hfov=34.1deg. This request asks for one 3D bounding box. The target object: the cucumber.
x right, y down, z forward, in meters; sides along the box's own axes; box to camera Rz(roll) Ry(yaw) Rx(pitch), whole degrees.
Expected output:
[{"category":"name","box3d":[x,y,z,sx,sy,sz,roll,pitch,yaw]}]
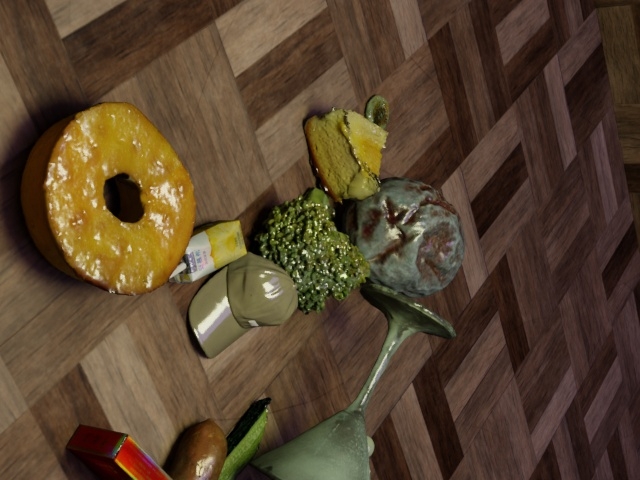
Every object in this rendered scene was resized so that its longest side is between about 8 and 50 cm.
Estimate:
[{"category":"cucumber","box3d":[-0.151,0.382,1.916,0.220,0.046,0.070,-49,132,-39]}]

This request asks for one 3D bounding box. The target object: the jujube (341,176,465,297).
[{"category":"jujube","box3d":[0.167,-0.009,2.175,0.246,0.215,0.308,-51,145,-9]}]

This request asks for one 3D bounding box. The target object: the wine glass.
[{"category":"wine glass","box3d":[0.076,0.302,1.929,0.267,0.267,0.406,42,73,-47]}]

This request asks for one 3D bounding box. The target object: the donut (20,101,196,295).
[{"category":"donut","box3d":[-0.327,-0.060,1.589,0.303,0.110,0.303,0,90,-53]}]

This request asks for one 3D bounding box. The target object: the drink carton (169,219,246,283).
[{"category":"drink carton","box3d":[-0.215,0.027,1.775,0.200,0.074,0.084,-28,114,-49]}]

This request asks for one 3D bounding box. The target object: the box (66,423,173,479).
[{"category":"box","box3d":[-0.306,0.363,1.644,0.175,0.112,0.048,56,50,-38]}]

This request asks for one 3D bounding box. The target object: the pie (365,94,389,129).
[{"category":"pie","box3d":[0.125,-0.277,2.267,0.085,0.017,0.085,-7,98,-54]}]

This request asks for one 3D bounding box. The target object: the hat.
[{"category":"hat","box3d":[-0.131,0.131,1.857,0.166,0.144,0.173,65,33,-35]}]

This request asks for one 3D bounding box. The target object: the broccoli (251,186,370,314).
[{"category":"broccoli","box3d":[0.006,0.008,1.986,0.273,0.180,0.242,-57,134,-34]}]

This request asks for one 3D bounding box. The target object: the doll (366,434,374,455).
[{"category":"doll","box3d":[0.008,0.492,2.094,0.155,0.113,0.275,38,69,-36]}]

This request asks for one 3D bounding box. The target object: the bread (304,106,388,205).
[{"category":"bread","box3d":[0.049,-0.162,2.068,0.169,0.140,0.160,25,61,-48]}]

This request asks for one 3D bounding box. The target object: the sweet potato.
[{"category":"sweet potato","box3d":[-0.239,0.428,1.756,0.292,0.097,0.097,-57,134,-35]}]
